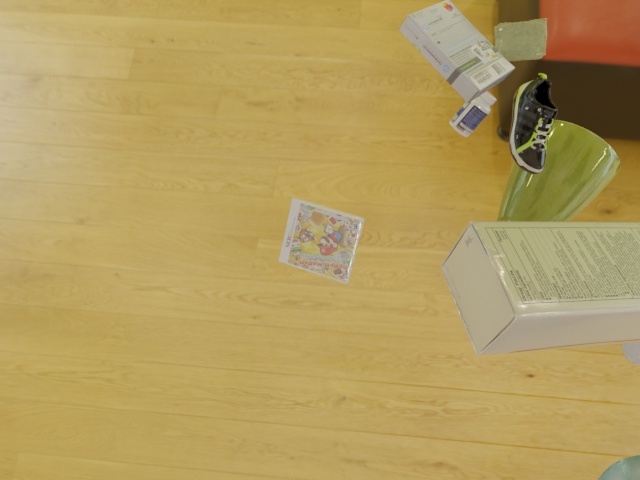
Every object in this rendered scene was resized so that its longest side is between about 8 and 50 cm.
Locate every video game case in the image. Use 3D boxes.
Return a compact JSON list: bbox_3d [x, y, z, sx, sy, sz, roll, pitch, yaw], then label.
[{"bbox_3d":[0.000,0.000,1.525,0.226,0.026,0.207,17,106,13],"label":"video game case"}]

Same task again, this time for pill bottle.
[{"bbox_3d":[0.403,-0.338,1.342,0.067,0.067,0.120,47,120,14],"label":"pill bottle"}]

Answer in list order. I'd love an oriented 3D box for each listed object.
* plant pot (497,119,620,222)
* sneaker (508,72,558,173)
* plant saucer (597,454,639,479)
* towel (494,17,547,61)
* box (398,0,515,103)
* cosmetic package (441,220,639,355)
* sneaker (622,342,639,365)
[{"bbox_3d":[0.646,-0.143,1.467,0.274,0.275,0.294,35,85,11],"label":"plant pot"},{"bbox_3d":[0.502,-0.276,1.190,0.084,0.097,0.235,3,80,-19],"label":"sneaker"},{"bbox_3d":[0.545,0.443,0.814,0.194,0.037,0.195,3,99,20],"label":"plant saucer"},{"bbox_3d":[0.567,-0.566,1.446,0.148,0.027,0.110,-5,114,4],"label":"towel"},{"bbox_3d":[0.251,-0.350,0.932,0.186,0.038,0.145,49,53,5],"label":"box"},{"bbox_3d":[0.355,0.064,0.740,0.309,0.113,0.160,0,51,-16],"label":"cosmetic package"},{"bbox_3d":[0.954,0.262,1.333,0.153,0.268,0.101,-15,90,-44],"label":"sneaker"}]
